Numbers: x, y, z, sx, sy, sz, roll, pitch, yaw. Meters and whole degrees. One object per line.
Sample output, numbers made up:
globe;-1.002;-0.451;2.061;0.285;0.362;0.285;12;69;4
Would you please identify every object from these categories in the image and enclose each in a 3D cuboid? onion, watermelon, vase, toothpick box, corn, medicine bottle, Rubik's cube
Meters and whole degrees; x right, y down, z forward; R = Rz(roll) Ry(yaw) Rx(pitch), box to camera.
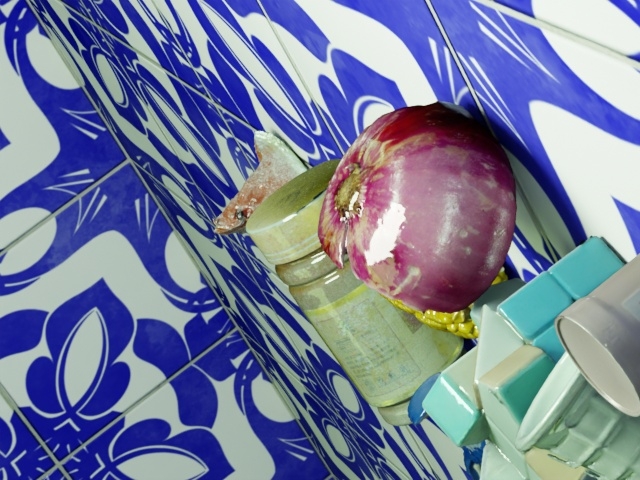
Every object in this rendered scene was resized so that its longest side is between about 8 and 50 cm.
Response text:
onion;0.098;-0.038;1.688;0.200;0.200;0.207;54;-164;-7
watermelon;-0.059;-0.050;2.448;0.121;0.158;0.098;21;160;13
vase;0.318;0.193;1.457;0.299;0.143;0.143;34;168;2
toothpick box;0.264;0.050;1.356;0.098;0.149;0.098;50;169;14
corn;0.132;0.048;2.043;0.102;0.102;0.313;55;172;-14
medicine bottle;0.055;0.069;2.266;0.322;0.151;0.151;56;169;-15
Rubik's cube;0.218;0.135;1.643;0.265;0.213;0.224;50;170;23

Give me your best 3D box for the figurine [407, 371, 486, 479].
figurine;0.234;0.239;2.204;0.164;0.120;0.262;10;152;49
